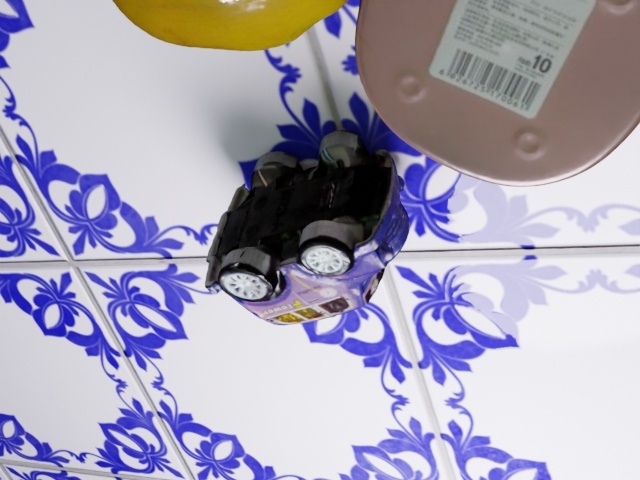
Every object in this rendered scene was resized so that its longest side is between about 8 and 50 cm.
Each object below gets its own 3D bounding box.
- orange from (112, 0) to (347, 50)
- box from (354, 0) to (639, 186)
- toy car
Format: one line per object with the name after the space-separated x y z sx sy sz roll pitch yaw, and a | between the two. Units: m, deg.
-0.081 -0.290 0.698 0.279 0.235 0.279 8 128 10 | orange
0.165 -0.196 0.670 0.300 0.216 0.301 15 133 16 | box
0.000 0.000 0.953 0.235 0.172 0.158 -15 135 31 | toy car
